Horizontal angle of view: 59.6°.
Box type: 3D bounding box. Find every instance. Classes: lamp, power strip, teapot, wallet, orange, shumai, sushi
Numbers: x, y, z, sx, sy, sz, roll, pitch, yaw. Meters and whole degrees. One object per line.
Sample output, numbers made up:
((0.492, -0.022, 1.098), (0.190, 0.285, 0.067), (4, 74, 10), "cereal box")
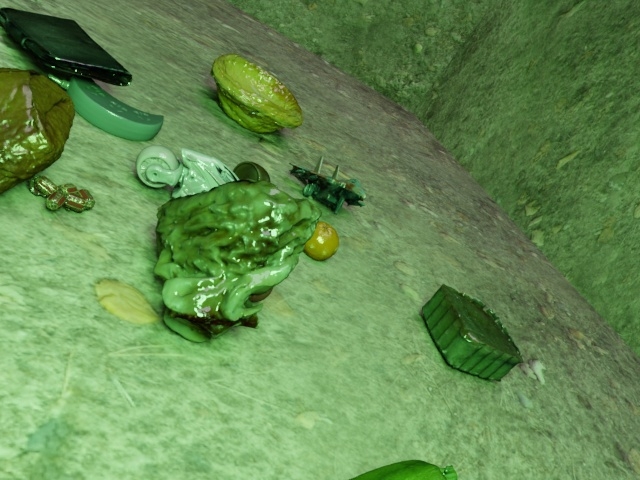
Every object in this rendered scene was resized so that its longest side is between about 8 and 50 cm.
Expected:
((-0.365, -0.064, 0.802), (0.063, 0.031, 0.083), (49, 23, 21), "lamp")
((-0.413, -0.262, 1.078), (0.215, 0.044, 0.137), (30, 25, -18), "power strip")
((-0.146, -0.124, 1.170), (0.121, 0.076, 0.068), (15, 2, 27), "teapot")
((-0.510, -0.385, 1.098), (0.172, 0.045, 0.318), (-2, 34, -46), "wallet")
((0.000, 0.000, 1.140), (0.083, 0.070, 0.083), (26, 28, -15), "orange")
((-0.121, 0.037, 0.776), (0.189, 0.255, 0.218), (33, 55, -42), "shumai")
((-0.437, -0.172, 0.776), (0.287, 0.140, 0.149), (-112, 176, -51), "sushi")

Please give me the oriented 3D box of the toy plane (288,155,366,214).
((0.036, -0.119, 1.333), (0.222, 0.104, 0.326), (26, 10, -23), "toy plane")

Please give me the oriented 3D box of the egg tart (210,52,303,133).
((-0.183, -0.383, 1.529), (0.294, 0.123, 0.294), (30, 28, -18), "egg tart")

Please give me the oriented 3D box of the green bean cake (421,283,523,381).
((0.313, 0.199, 1.181), (0.181, 0.094, 0.173), (24, 27, -30), "green bean cake")

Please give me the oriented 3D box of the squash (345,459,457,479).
((0.052, 0.308, 0.615), (0.378, 0.101, 0.101), (9, 36, -50), "squash")

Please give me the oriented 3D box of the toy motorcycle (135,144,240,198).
((-0.200, -0.096, 0.990), (0.254, 0.112, 0.112), (28, 25, -22), "toy motorcycle")

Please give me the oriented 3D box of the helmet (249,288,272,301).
((-0.108, 0.069, 0.889), (0.065, 0.049, 0.084), (-36, 44, -27), "helmet")
